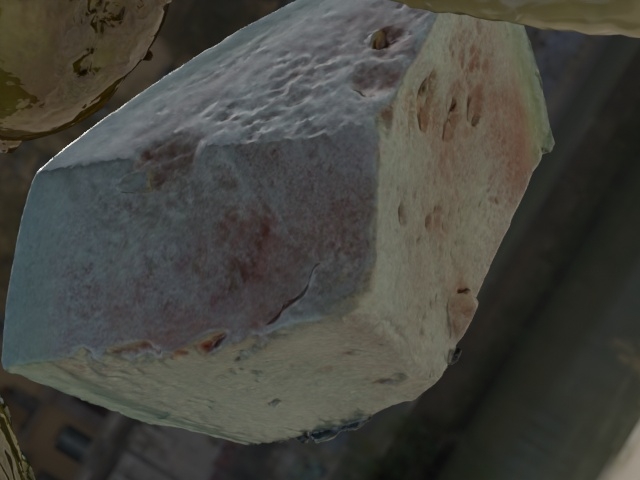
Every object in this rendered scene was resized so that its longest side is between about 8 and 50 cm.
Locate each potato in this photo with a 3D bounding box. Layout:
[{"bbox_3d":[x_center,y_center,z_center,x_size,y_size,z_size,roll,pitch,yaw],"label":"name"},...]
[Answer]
[{"bbox_3d":[-0.093,-0.114,0.730,0.200,0.081,0.164,-84,4,-67],"label":"potato"}]

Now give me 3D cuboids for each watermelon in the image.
[{"bbox_3d":[0.000,0.000,1.086,0.387,0.228,0.258,-38,25,-5],"label":"watermelon"}]

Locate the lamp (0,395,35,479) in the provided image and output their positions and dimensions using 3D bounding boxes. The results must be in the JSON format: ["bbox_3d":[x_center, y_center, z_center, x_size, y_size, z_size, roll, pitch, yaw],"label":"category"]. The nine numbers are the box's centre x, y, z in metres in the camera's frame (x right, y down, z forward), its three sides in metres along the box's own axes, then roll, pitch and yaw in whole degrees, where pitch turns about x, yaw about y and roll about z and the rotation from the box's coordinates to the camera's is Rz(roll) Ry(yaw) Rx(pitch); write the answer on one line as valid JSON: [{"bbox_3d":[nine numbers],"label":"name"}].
[{"bbox_3d":[-0.208,0.125,0.658,0.284,0.250,0.250,21,77,55],"label":"lamp"}]

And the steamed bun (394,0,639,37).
[{"bbox_3d":[0.031,-0.223,0.430,0.324,0.372,0.230,-61,2,-10],"label":"steamed bun"}]
